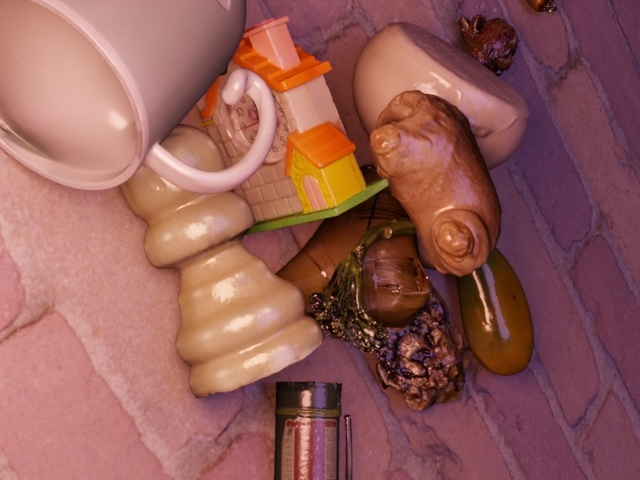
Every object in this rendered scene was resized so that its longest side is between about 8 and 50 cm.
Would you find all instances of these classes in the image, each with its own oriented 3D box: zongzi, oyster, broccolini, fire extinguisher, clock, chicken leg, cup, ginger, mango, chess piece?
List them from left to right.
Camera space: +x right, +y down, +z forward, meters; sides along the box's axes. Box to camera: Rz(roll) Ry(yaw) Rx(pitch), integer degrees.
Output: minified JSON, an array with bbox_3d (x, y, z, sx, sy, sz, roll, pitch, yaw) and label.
[{"bbox_3d":[-0.198,-0.210,1.265,0.357,0.259,0.274,37,51,-4],"label":"cup"},{"bbox_3d":[-0.141,0.015,1.383,0.182,0.182,0.330,-28,96,-44],"label":"chess piece"},{"bbox_3d":[-0.065,-0.149,1.440,0.106,0.220,0.255,-32,104,-41],"label":"clock"},{"bbox_3d":[-0.017,0.336,1.478,0.118,0.093,0.294,3,78,-8],"label":"fire extinguisher"},{"bbox_3d":[0.000,0.000,1.579,0.289,0.123,0.260,4,57,-14],"label":"zongzi"},{"bbox_3d":[0.082,0.054,1.452,0.123,0.062,0.271,60,39,-14],"label":"broccolini"},{"bbox_3d":[0.170,0.156,1.711,0.223,0.083,0.214,11,77,-49],"label":"oyster"},{"bbox_3d":[0.160,-0.067,1.486,0.276,0.130,0.221,43,35,-34],"label":"ginger"},{"bbox_3d":[0.269,-0.308,1.907,0.125,0.080,0.196,37,65,-22],"label":"chicken leg"},{"bbox_3d":[0.290,0.107,1.828,0.137,0.091,0.237,-5,86,-51],"label":"mango"}]

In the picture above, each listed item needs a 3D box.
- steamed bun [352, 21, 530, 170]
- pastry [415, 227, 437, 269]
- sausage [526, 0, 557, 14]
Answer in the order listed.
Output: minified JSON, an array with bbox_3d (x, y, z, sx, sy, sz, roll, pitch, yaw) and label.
[{"bbox_3d":[0.169,-0.197,1.677,0.283,0.177,0.283,29,21,-12],"label":"steamed bun"},{"bbox_3d":[0.187,-0.028,1.725,0.166,0.088,0.165,2,80,-14],"label":"pastry"},{"bbox_3d":[0.342,-0.560,2.019,0.371,0.082,0.082,49,52,-27],"label":"sausage"}]
